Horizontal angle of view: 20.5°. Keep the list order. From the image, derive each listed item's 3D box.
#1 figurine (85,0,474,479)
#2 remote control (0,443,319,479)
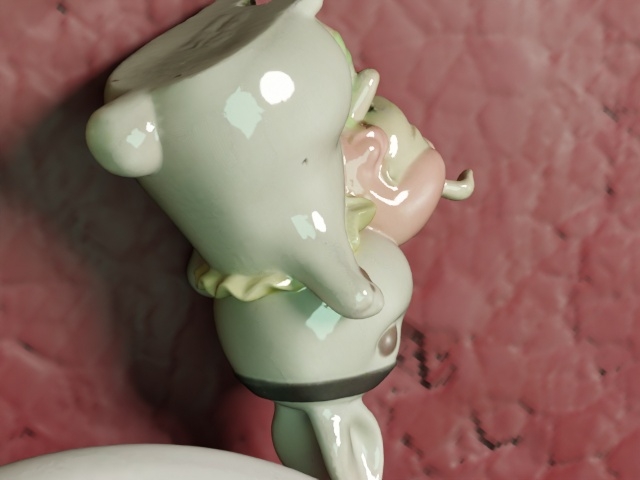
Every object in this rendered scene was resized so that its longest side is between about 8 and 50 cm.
[{"bbox_3d":[0.006,0.000,0.516,0.098,0.081,0.146,-33,112,-9],"label":"figurine"},{"bbox_3d":[-0.014,0.186,0.539,0.332,0.103,0.221,36,109,-25],"label":"remote control"}]
